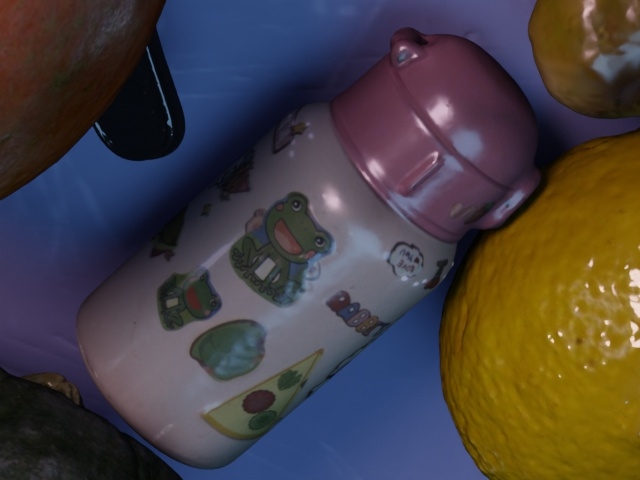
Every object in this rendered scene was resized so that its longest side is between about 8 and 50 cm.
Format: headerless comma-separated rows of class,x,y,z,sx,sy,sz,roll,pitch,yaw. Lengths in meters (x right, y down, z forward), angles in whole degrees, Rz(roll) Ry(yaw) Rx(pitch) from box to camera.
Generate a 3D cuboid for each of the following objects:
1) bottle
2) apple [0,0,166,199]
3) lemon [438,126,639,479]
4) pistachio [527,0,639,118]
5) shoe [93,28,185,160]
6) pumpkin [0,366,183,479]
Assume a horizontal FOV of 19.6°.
bottle,0.000,0.000,0.942,0.253,0.120,0.120,-40,126,18
apple,-0.175,-0.114,0.718,0.254,0.253,0.253,-7,129,-9
lemon,0.170,0.047,0.968,0.204,0.204,0.260,18,133,-26
pistachio,0.183,-0.134,0.902,0.189,0.100,0.110,-39,149,6
shoe,-0.097,-0.116,0.869,0.062,0.053,0.159,-7,110,28
pumpkin,-0.194,0.152,0.927,0.300,0.300,0.207,37,68,-34
